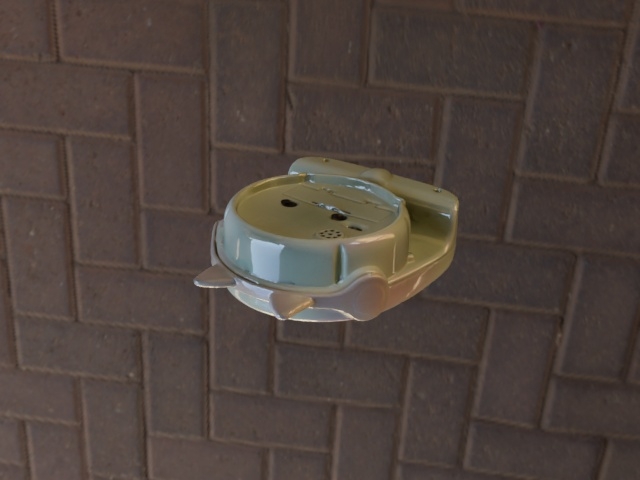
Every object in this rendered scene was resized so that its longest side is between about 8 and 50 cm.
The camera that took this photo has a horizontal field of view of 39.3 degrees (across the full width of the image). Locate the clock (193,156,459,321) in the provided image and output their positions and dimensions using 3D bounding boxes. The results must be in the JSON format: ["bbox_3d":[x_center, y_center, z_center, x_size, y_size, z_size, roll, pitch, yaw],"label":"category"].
[{"bbox_3d":[0.000,0.000,1.117,0.265,0.324,0.108,19,120,29],"label":"clock"}]
